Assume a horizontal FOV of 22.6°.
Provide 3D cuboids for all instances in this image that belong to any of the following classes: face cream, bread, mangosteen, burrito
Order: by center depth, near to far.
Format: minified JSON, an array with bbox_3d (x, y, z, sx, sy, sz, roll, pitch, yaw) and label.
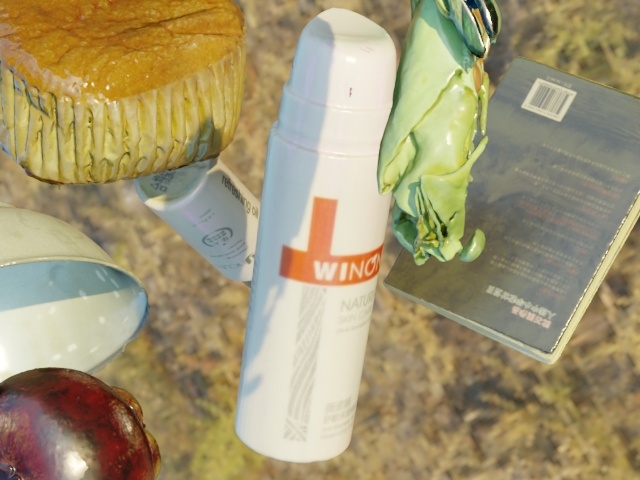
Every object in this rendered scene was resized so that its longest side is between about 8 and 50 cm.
[{"bbox_3d":[0.063,-0.133,0.754,0.104,0.054,0.288,72,-156,-81],"label":"burrito"},{"bbox_3d":[-0.160,0.140,1.042,0.140,0.140,0.140,41,145,37],"label":"mangosteen"},{"bbox_3d":[0.000,0.000,1.235,0.102,0.102,0.345,33,124,45],"label":"face cream"},{"bbox_3d":[-0.196,-0.167,1.549,0.227,0.253,0.142,48,147,39],"label":"bread"},{"bbox_3d":[-0.102,-0.014,1.780,0.092,0.092,0.311,46,178,30],"label":"face cream"}]

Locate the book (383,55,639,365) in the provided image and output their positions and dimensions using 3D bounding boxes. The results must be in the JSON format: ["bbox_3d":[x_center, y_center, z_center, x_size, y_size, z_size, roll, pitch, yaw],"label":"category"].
[{"bbox_3d":[0.171,-0.030,1.286,0.160,0.228,0.024,25,167,26],"label":"book"}]

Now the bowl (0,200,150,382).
[{"bbox_3d":[-0.347,0.046,1.644,0.313,0.313,0.146,111,143,-55],"label":"bowl"}]
